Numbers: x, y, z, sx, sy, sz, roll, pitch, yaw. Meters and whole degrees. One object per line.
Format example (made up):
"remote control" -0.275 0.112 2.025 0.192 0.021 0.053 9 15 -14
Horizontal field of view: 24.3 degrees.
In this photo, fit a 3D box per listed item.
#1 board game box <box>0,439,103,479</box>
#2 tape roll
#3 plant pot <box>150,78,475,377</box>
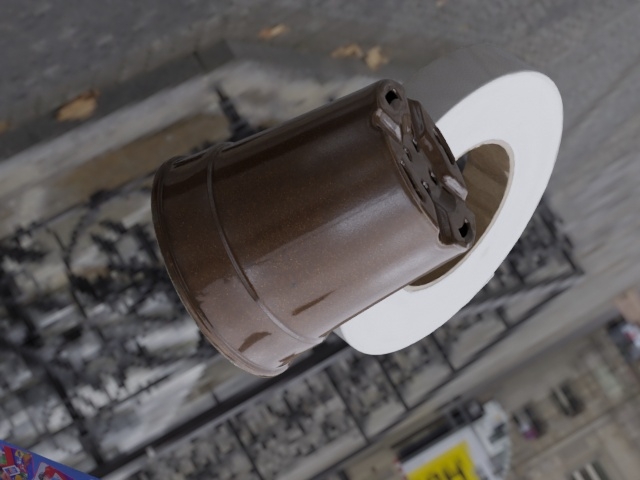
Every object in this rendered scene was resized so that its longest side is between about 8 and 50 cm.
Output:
"board game box" -0.379 0.398 1.832 0.078 0.233 0.347 -54 -157 23
"tape roll" 0.134 -0.043 1.727 0.392 0.072 0.392 -37 148 -28
"plant pot" 0.002 -0.017 0.984 0.165 0.167 0.167 -27 172 22
